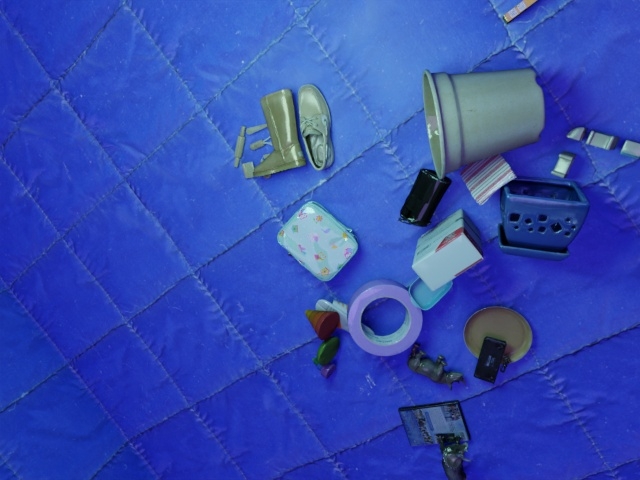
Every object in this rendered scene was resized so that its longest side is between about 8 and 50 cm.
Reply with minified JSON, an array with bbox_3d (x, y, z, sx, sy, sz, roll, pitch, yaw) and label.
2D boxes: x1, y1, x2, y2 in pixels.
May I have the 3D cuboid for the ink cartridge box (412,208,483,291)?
[{"bbox_3d":[0.425,0.025,1.624,0.197,0.273,0.114,-38,97,24],"label":"ink cartridge box"}]

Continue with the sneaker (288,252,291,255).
[{"bbox_3d":[-0.077,0.059,1.920,0.109,0.040,0.044,0,109,18],"label":"sneaker"}]

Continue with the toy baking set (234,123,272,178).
[{"bbox_3d":[-0.229,-0.351,1.843,0.196,0.030,0.256,15,111,10],"label":"toy baking set"}]

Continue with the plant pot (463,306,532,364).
[{"bbox_3d":[0.648,0.345,1.787,0.236,0.032,0.236,5,109,15],"label":"plant pot"}]

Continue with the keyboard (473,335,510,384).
[{"bbox_3d":[0.639,0.445,1.793,0.108,0.023,0.180,16,112,19],"label":"keyboard"}]

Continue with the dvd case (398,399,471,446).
[{"bbox_3d":[0.462,0.747,1.983,0.253,0.022,0.180,-16,101,22],"label":"dvd case"}]

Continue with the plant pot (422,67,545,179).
[{"bbox_3d":[0.488,-0.375,1.470,0.305,0.334,0.334,-9,105,9],"label":"plant pot"}]

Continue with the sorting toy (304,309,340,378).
[{"bbox_3d":[-0.006,0.400,1.950,0.126,0.127,0.366,27,137,33],"label":"sorting toy"}]

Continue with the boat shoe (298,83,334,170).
[{"bbox_3d":[-0.021,-0.398,1.720,0.109,0.098,0.302,-6,105,19],"label":"boat shoe"}]

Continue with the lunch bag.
[{"bbox_3d":[0.000,0.000,1.828,0.279,0.108,0.224,41,97,-2],"label":"lunch bag"}]

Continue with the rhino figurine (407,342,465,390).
[{"bbox_3d":[0.448,0.499,1.879,0.243,0.073,0.106,27,109,6],"label":"rhino figurine"}]

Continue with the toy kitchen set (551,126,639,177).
[{"bbox_3d":[0.855,-0.247,1.502,0.207,0.122,0.166,28,115,29],"label":"toy kitchen set"}]

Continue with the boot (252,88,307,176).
[{"bbox_3d":[-0.171,-0.381,1.761,0.236,0.089,0.270,-11,98,25],"label":"boot"}]

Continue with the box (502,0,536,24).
[{"bbox_3d":[0.605,-0.695,1.434,0.136,0.081,0.028,-32,96,24],"label":"box"}]

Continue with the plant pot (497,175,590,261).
[{"bbox_3d":[0.681,-0.068,1.537,0.236,0.236,0.212,8,115,14],"label":"plant pot"}]

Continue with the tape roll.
[{"bbox_3d":[0.237,0.288,1.823,0.274,0.090,0.275,0,100,-1],"label":"tape roll"}]

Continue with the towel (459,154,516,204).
[{"bbox_3d":[0.534,-0.214,1.566,0.029,0.197,0.144,33,118,-27],"label":"towel"}]

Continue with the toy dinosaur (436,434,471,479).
[{"bbox_3d":[0.519,0.877,1.915,0.121,0.160,0.314,1,121,13],"label":"toy dinosaur"}]

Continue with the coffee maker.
[{"bbox_3d":[0.355,-0.142,1.644,0.120,0.171,0.178,26,113,8],"label":"coffee maker"}]

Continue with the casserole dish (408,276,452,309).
[{"bbox_3d":[0.394,0.168,1.764,0.188,0.037,0.114,-40,95,-15],"label":"casserole dish"}]

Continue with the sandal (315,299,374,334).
[{"bbox_3d":[0.100,0.304,1.928,0.265,0.076,0.102,32,134,-5],"label":"sandal"}]
